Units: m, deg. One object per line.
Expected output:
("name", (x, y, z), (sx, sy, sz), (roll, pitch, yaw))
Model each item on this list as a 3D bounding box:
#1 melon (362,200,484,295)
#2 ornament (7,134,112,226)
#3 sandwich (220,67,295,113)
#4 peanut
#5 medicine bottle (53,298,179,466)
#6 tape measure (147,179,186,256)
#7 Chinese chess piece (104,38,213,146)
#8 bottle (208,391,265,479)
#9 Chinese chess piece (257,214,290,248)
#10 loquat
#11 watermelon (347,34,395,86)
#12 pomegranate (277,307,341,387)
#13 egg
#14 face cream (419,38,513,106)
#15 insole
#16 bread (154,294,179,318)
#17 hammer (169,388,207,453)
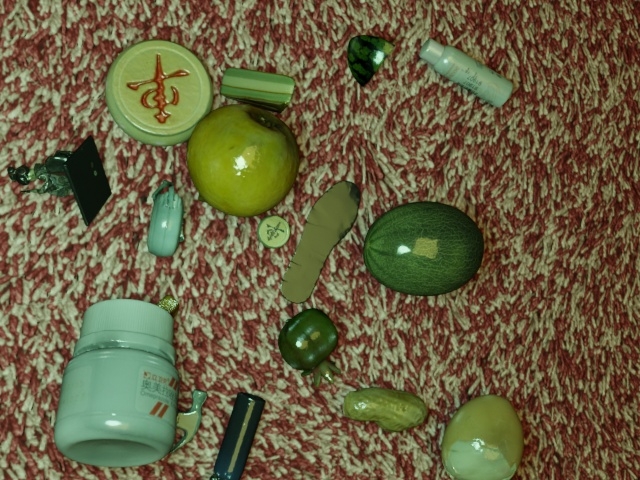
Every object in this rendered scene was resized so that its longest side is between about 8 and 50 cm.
("melon", (0.254, 0.020, 1.826), (0.301, 0.237, 0.238), (1, 88, -17))
("ornament", (-0.601, -0.133, 1.647), (0.195, 0.166, 0.153), (-3, 121, 10))
("sandwich", (-0.153, -0.376, 1.780), (0.163, 0.113, 0.080), (16, 84, -15))
("peanut", (0.165, 0.429, 1.860), (0.225, 0.095, 0.108), (13, 87, -15))
("medicine bottle", (-0.425, 0.304, 1.567), (0.244, 0.245, 0.307), (8, 56, -17))
("tape measure", (-0.332, -0.044, 1.602), (0.084, 0.330, 0.164), (3, 89, -14))
("Chinese chess piece", (-0.376, -0.346, 1.720), (0.250, 0.097, 0.251), (1, 87, -17))
("bottle", (-0.203, 0.490, 1.757), (0.082, 0.072, 0.245), (23, 81, -45))
("Chinese chess piece", (-0.116, -0.022, 1.821), (0.084, 0.034, 0.084), (0, 89, -16))
("loquat", (-0.185, -0.178, 1.692), (0.274, 0.275, 0.275), (1, 88, -17))
("watermelon", (0.142, -0.473, 1.890), (0.094, 0.135, 0.125), (-12, 88, -53))
("pomegranate", (-0.020, 0.264, 1.802), (0.152, 0.131, 0.191), (-41, 122, -20))
("egg", (0.421, 0.513, 1.884), (0.201, 0.201, 0.245), (32, 66, -13))
("face cream", (0.386, -0.453, 1.964), (0.268, 0.082, 0.082), (26, 81, -14))
("insole", (0.000, 0.000, 1.870), (0.119, 0.009, 0.349), (29, 80, -13))
("bread", (-0.367, 0.169, 1.713), (0.085, 0.085, 0.053), (-43, 95, -14))
("hammer", (-0.392, 0.402, 1.721), (0.226, 0.041, 0.159), (22, 80, -16))
